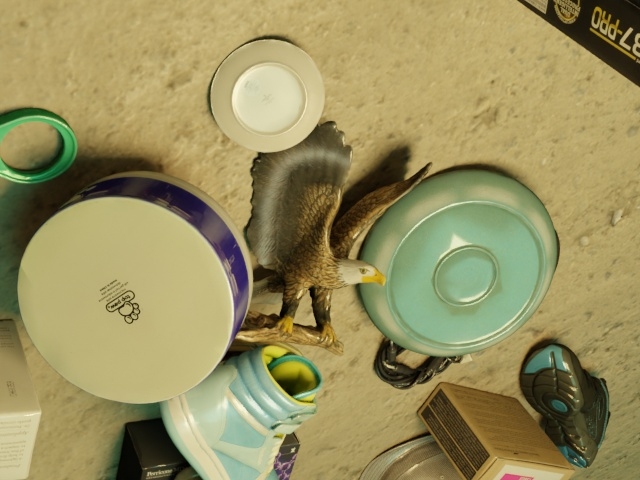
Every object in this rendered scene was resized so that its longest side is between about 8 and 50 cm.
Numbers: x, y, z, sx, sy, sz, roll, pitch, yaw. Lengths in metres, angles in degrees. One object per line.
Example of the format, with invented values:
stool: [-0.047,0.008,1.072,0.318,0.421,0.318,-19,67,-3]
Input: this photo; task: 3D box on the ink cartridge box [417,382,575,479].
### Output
ink cartridge box: [0.319,0.367,1.757,0.234,0.193,0.088,19,115,-39]

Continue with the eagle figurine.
eagle figurine: [0.010,0.002,1.312,0.226,0.225,0.298,15,89,-82]

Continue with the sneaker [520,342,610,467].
sneaker: [0.483,0.293,1.871,0.139,0.125,0.341,-49,138,-25]

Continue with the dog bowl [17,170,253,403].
dog bowl: [-0.219,0.057,1.154,0.265,0.104,0.265,2,109,7]

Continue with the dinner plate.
dinner plate: [-0.063,-0.173,1.175,0.141,0.017,0.141,-3,112,-8]

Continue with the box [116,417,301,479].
box: [-0.184,0.370,1.538,0.261,0.103,0.184,-4,125,-27]

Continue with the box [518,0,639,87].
box: [0.461,-0.279,1.154,0.318,0.395,0.097,-14,130,-21]

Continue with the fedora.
fedora: [0.217,0.487,1.848,0.275,0.124,0.244,-5,128,-27]

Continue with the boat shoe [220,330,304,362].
boat shoe: [-0.148,0.189,1.380,0.285,0.089,0.104,6,108,-23]

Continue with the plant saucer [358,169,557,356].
plant saucer: [0.216,0.048,1.463,0.317,0.044,0.317,-4,115,-9]

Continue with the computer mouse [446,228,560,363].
computer mouse: [0.285,0.070,1.544,0.272,0.072,0.188,-35,119,-8]

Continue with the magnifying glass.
magnifying glass: [-0.387,-0.104,1.074,0.231,0.026,0.092,-2,127,-28]

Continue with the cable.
cable: [0.184,0.189,1.633,0.184,0.047,0.150,-12,129,-23]

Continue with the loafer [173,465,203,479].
loafer: [-0.199,0.448,1.460,0.094,0.087,0.251,-5,129,-25]

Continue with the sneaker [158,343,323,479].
sneaker: [-0.071,0.268,1.347,0.208,0.127,0.319,-24,137,4]

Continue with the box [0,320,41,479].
box: [-0.454,0.197,1.177,0.181,0.182,0.119,2,123,-32]
